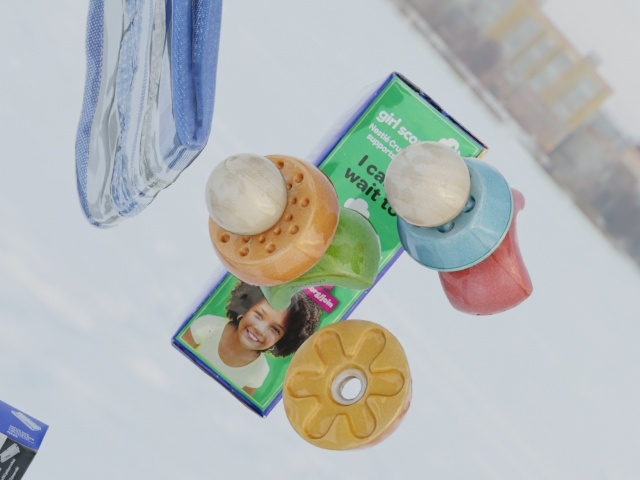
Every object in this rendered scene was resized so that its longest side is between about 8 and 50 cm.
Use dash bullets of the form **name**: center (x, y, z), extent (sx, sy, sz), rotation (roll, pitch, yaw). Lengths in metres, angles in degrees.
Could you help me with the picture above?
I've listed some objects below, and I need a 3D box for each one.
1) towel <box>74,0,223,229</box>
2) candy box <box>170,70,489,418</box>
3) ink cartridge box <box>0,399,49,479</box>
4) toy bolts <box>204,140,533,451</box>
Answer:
- **towel**: center (-0.093, -0.123, 1.006), extent (0.034, 0.209, 0.285), rotation (4, -8, -15)
- **candy box**: center (0.000, 0.000, 1.799), extent (0.122, 0.317, 0.268), rotation (38, -1, -4)
- **ink cartridge box**: center (-0.316, 0.217, 1.586), extent (0.097, 0.207, 0.046), rotation (30, 24, -7)
- **toy bolts**: center (0.032, 0.019, 1.363), extent (0.158, 0.228, 0.218), rotation (43, 33, -56)
